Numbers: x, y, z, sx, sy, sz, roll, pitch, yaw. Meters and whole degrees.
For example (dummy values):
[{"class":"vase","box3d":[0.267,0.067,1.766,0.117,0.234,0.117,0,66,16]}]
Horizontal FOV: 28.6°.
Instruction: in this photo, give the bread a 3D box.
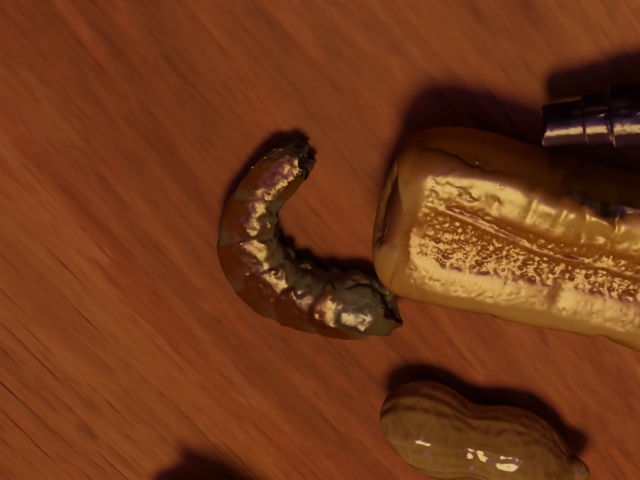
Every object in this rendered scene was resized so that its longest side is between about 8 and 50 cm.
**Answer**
[{"class":"bread","box3d":[0.192,0.004,0.921,0.305,0.091,0.142,15,126,0]}]

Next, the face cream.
[{"class":"face cream","box3d":[0.285,-0.092,0.842,0.273,0.078,0.078,-5,124,14]}]

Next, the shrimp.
[{"class":"shrimp","box3d":[0.000,0.000,0.992,0.161,0.049,0.166,15,119,2]}]

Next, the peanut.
[{"class":"peanut","box3d":[0.139,0.174,1.067,0.187,0.082,0.082,15,127,-1]}]
